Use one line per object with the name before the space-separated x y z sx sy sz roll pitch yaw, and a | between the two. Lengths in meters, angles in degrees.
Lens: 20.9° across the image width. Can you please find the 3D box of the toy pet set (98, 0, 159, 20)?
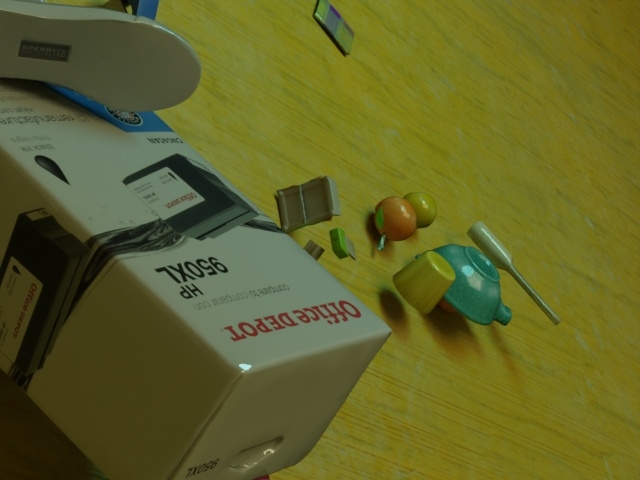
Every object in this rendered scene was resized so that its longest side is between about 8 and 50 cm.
toy pet set | -0.208 -0.277 2.026 0.114 0.065 0.122 -18 82 -62

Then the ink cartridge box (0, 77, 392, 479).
ink cartridge box | -0.171 0.032 1.559 0.395 0.166 0.285 42 22 19

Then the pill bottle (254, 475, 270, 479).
pill bottle | -0.084 0.351 1.596 0.160 0.160 0.283 1 66 -59

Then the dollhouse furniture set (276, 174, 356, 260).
dollhouse furniture set | 0.000 0.000 2.138 0.058 0.076 0.151 41 35 -57

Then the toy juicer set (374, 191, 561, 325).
toy juicer set | 0.179 0.033 2.406 0.329 0.089 0.209 16 35 -50

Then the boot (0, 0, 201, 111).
boot | -0.241 -0.194 1.584 0.258 0.095 0.123 11 26 -29

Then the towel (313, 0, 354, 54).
towel | 0.021 -0.308 2.493 0.083 0.009 0.060 48 32 -25
